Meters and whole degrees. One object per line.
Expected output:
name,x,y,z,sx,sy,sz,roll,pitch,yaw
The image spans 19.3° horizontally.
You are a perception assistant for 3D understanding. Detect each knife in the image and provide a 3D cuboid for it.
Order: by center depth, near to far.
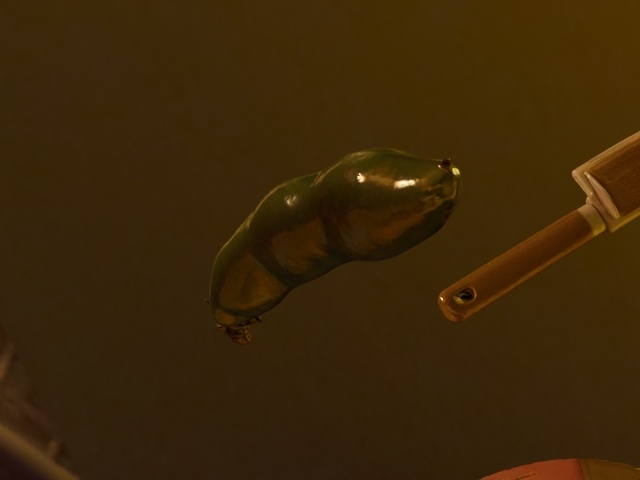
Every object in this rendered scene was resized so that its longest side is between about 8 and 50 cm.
knife,0.174,-0.029,1.146,0.256,0.022,0.046,-31,-108,-14

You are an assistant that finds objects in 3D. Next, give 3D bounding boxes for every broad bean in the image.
broad bean,-0.002,-0.004,0.987,0.046,0.254,0.065,-25,-94,-35

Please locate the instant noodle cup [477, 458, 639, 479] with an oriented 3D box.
instant noodle cup,0.152,0.240,1.041,0.244,0.255,0.244,-1,-98,10
